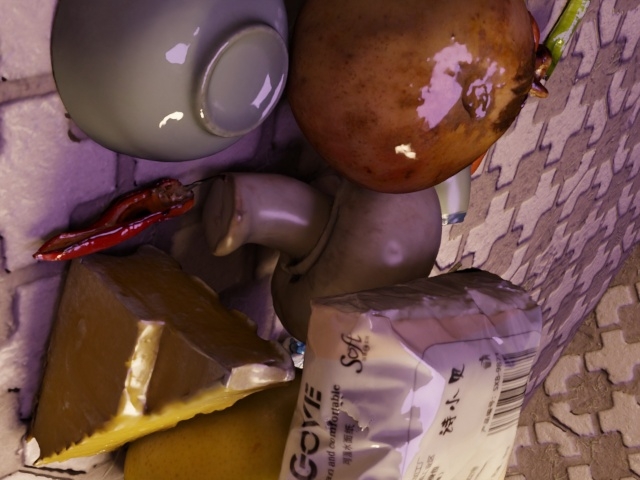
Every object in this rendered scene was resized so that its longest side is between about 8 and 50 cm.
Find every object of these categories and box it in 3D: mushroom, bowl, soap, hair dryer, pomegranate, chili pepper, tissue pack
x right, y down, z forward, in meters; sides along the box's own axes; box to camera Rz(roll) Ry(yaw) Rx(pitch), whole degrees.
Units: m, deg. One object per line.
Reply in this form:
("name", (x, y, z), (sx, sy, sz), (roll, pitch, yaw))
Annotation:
("mushroom", (0.031, 0.018, 1.138), (0.356, 0.315, 0.315), (-23, 136, -58))
("bowl", (-0.130, -0.201, 0.867), (0.289, 0.146, 0.289), (-34, 142, -33))
("soap", (-0.211, 0.218, 0.978), (0.169, 0.304, 0.338), (-5, 121, -48))
("hair dryer", (0.174, -0.196, 1.317), (0.119, 0.298, 0.296), (-9, 112, 1))
("pomegranate", (0.109, -0.217, 0.974), (0.322, 0.322, 0.322), (-34, 142, -32))
("chili pepper", (0.502, -0.425, 1.627), (0.052, 0.050, 0.201), (21, 98, -42))
("mushroom", (0.409, -0.324, 1.562), (0.135, 0.080, 0.170), (-48, 150, 9))
("chili pepper", (-0.229, -0.028, 0.967), (0.268, 0.059, 0.050), (-31, 152, -31))
("tissue pack", (0.113, 0.228, 0.975), (0.390, 0.195, 0.375), (-1, 105, -43))

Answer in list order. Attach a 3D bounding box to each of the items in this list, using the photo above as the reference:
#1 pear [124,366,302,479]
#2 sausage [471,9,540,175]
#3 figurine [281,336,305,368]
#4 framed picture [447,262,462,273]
("pear", (-0.106, 0.351, 1.183), (0.362, 0.362, 0.418), (-23, 171, -42))
("sausage", (0.311, -0.261, 1.458), (0.348, 0.094, 0.097), (-62, -167, 12))
("figurine", (-0.052, 0.218, 1.428), (0.114, 0.079, 0.114), (-37, 180, 0))
("framed picture", (0.256, 0.185, 1.865), (0.250, 0.016, 0.184), (-41, 145, -25))
